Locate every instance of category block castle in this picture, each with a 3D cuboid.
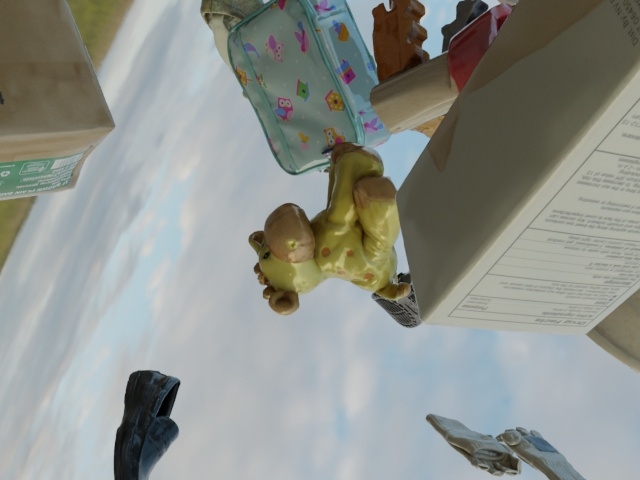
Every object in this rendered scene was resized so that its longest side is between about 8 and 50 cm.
[{"bbox_3d":[0.205,-0.314,0.849,0.213,0.303,0.453,-19,-112,43],"label":"block castle"}]

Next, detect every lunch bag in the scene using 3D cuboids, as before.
[{"bbox_3d":[-0.022,-0.239,1.270,0.224,0.279,0.108,-15,-169,46],"label":"lunch bag"}]

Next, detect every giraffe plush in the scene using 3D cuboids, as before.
[{"bbox_3d":[0.000,0.000,0.977,0.181,0.170,0.210,-125,-157,-72],"label":"giraffe plush"}]

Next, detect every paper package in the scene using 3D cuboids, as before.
[{"bbox_3d":[-0.460,-0.200,0.961,0.168,0.325,0.309,-36,-107,47],"label":"paper package"}]

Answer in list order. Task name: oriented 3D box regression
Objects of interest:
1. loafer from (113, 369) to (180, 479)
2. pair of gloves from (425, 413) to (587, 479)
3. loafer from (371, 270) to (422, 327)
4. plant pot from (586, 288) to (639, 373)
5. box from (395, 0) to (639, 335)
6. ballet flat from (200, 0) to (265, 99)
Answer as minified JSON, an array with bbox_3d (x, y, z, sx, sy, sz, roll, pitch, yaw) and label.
[{"bbox_3d":[-0.230,0.259,1.088,0.223,0.078,0.076,-95,-174,-55],"label":"loafer"},{"bbox_3d":[0.311,0.344,1.347,0.204,0.240,0.042,-143,-110,-74],"label":"pair of gloves"},{"bbox_3d":[0.149,0.077,1.224,0.078,0.080,0.220,-49,-171,-19],"label":"loafer"},{"bbox_3d":[0.480,-0.038,0.980,0.334,0.334,0.305,-91,-161,-47],"label":"plant pot"},{"bbox_3d":[0.175,-0.069,0.498,0.311,0.148,0.121,121,-32,-49],"label":"box"},{"bbox_3d":[-0.111,-0.314,1.434,0.123,0.348,0.123,-13,-130,16],"label":"ballet flat"}]
